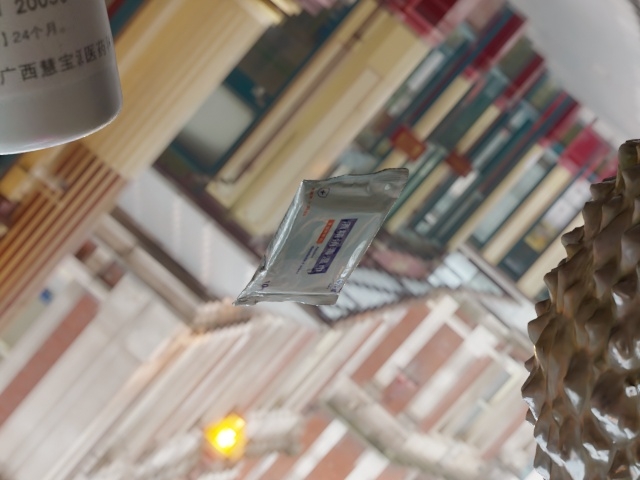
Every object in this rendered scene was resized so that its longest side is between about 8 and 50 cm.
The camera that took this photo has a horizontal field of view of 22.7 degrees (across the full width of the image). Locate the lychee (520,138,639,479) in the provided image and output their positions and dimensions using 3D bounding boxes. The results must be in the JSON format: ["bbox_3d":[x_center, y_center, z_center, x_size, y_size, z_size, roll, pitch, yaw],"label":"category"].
[{"bbox_3d":[0.317,0.062,0.975,0.380,0.432,0.380,8,-174,-1],"label":"lychee"}]

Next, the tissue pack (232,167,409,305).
[{"bbox_3d":[0.000,0.000,1.571,0.123,0.193,0.026,0,-132,-32],"label":"tissue pack"}]

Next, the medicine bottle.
[{"bbox_3d":[-0.158,-0.173,0.726,0.095,0.095,0.260,-115,13,-70],"label":"medicine bottle"}]
